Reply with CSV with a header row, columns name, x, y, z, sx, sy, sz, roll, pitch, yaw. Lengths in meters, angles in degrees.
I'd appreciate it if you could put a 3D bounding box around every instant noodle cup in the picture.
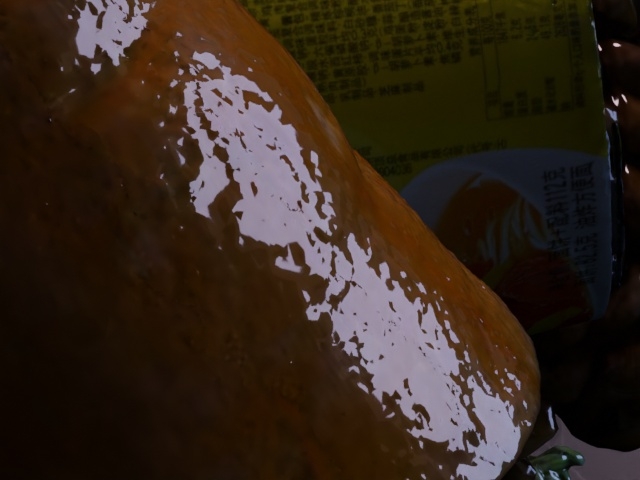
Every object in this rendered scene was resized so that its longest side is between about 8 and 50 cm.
name,x,y,z,sx,sy,sz,roll,pitch,yaw
instant noodle cup,-0.006,-0.058,0.722,0.264,0.200,0.264,-9,90,-90

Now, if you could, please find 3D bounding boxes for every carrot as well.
name,x,y,z,sx,sy,sz,roll,pitch,yaw
carrot,-0.069,-0.024,0.448,0.225,0.159,0.159,59,7,-21

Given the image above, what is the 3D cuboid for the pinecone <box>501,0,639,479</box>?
name,x,y,z,sx,sy,sz,roll,pitch,yaw
pinecone,0.099,-0.052,1.202,0.384,0.384,0.384,-20,90,-86

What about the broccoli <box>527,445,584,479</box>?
name,x,y,z,sx,sy,sz,roll,pitch,yaw
broccoli,0.123,0.149,1.545,0.198,0.177,0.274,29,-79,64
